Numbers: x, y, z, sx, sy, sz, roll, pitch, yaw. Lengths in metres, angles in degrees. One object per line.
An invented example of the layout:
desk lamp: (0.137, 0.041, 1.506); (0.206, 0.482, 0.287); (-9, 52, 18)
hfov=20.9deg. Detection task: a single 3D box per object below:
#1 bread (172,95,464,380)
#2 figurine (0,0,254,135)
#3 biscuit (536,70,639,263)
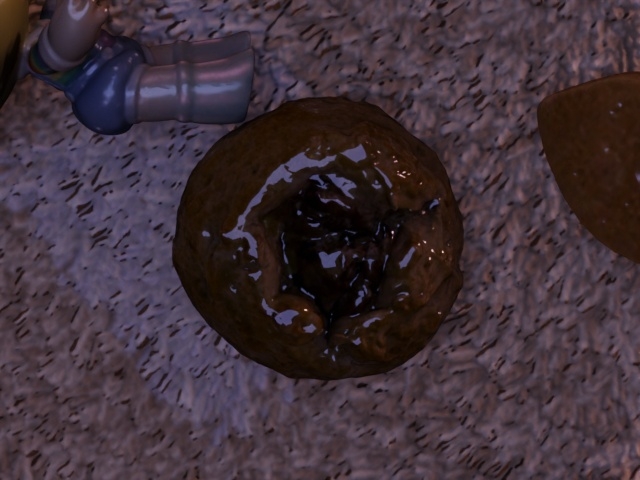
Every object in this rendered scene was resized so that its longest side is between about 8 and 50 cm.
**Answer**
bread: (0.000, 0.000, 1.333); (0.230, 0.123, 0.230); (0, 96, 5)
figurine: (-0.245, -0.128, 1.318); (0.382, 0.224, 0.205); (13, 116, 4)
biscuit: (0.254, -0.049, 1.305); (0.220, 0.029, 0.142); (26, 117, 34)
